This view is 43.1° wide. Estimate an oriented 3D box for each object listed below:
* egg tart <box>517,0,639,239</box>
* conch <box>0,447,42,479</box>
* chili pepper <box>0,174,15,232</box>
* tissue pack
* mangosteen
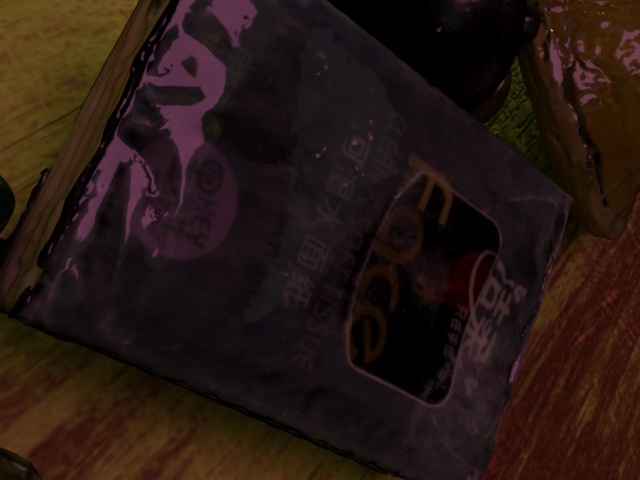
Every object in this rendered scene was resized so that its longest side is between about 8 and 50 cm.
[{"bbox_3d":[0.299,-0.169,0.852,0.345,0.132,0.345,47,35,-47],"label":"egg tart"},{"bbox_3d":[-0.154,0.179,0.386,0.181,0.124,0.187,63,22,11],"label":"conch"},{"bbox_3d":[-0.252,0.036,0.386,0.099,0.083,0.253,49,51,-27],"label":"chili pepper"},{"bbox_3d":[0.000,0.000,0.550,0.361,0.122,0.259,32,76,-30],"label":"tissue pack"},{"bbox_3d":[0.087,-0.175,0.690,0.250,0.211,0.211,33,52,-45],"label":"mangosteen"}]
